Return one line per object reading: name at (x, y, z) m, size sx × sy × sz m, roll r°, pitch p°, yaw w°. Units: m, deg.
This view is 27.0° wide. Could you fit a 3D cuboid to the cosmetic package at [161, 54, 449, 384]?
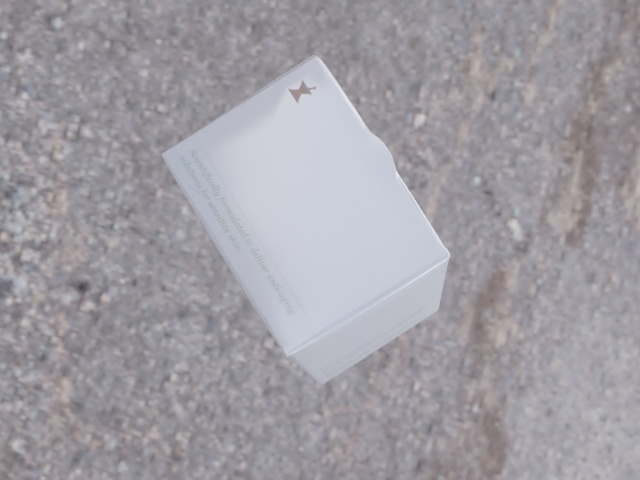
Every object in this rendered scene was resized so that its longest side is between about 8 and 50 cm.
cosmetic package at (0.000, 0.000, 1.177) m, size 0.155 × 0.197 × 0.365 m, roll -32°, pitch 169°, yaw -1°
